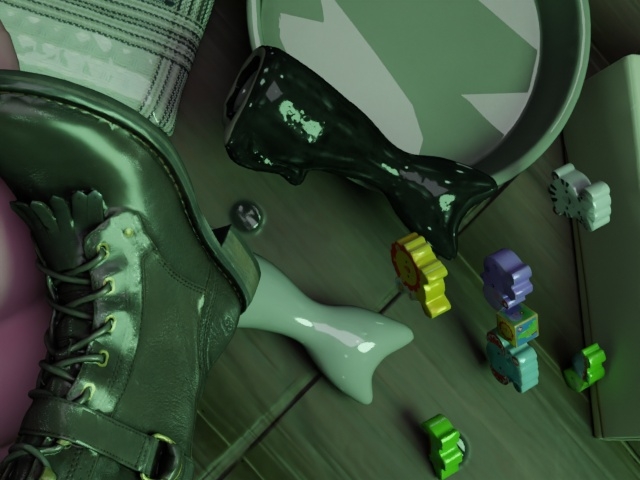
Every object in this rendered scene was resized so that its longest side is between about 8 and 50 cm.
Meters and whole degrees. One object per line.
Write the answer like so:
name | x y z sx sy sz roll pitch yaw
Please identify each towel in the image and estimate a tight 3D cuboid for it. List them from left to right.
towel | -0.223 -0.270 0.760 0.324 0.056 0.312 19 73 -14

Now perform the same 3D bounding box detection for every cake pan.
cake pan | 0.078 -0.177 0.823 0.293 0.054 0.293 0 88 -16

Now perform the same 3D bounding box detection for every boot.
boot | -0.129 0.062 0.544 0.263 0.091 0.229 46 49 -40

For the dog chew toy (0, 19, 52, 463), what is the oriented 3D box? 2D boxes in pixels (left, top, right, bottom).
dog chew toy | -0.258 -0.014 0.621 0.207 0.207 0.331 -25 105 -22

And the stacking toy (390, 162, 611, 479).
stacking toy | 0.142 0.063 0.775 0.167 0.052 0.221 -24 126 -21

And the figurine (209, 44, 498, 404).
figurine | 0.000 0.000 0.740 0.210 0.092 0.214 27 96 -17

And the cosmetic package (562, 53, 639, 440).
cosmetic package | 0.312 0.010 0.857 0.160 0.113 0.309 1 78 -19
